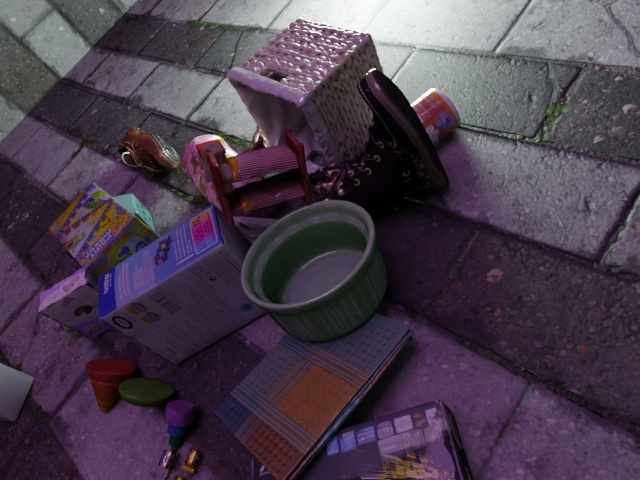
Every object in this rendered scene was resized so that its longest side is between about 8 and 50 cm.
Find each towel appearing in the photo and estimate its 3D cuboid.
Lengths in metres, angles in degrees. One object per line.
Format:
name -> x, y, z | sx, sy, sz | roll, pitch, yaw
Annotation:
towel -> -0.018, 0.273, 1.046 | 0.370, 0.040, 0.271 | -45, 36, -20

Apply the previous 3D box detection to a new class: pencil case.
pencil case -> -0.265, -0.177, 1.502 | 0.386, 0.167, 0.160 | 41, 102, 41

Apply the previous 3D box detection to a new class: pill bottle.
pill bottle -> 0.232, -0.271, 1.302 | 0.216, 0.121, 0.121 | -39, 47, 2

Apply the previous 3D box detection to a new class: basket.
basket -> -0.003, -0.359, 1.373 | 0.266, 0.331, 0.328 | -45, 47, -13

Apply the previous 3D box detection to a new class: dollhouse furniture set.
dollhouse furniture set -> -0.181, -0.200, 1.250 | 0.202, 0.152, 0.374 | -18, 34, -14

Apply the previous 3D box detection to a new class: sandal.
sandal -> -0.171, -0.298, 1.600 | 0.060, 0.090, 0.219 | 1, 49, 5

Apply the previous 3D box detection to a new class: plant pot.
plant pot -> -0.656, -0.030, 1.632 | 0.234, 0.165, 0.165 | -31, 47, -2

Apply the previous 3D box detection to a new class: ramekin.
ramekin -> -0.003, 0.068, 1.113 | 0.304, 0.148, 0.303 | -18, 39, 15

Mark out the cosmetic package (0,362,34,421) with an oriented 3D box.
cosmetic package -> -0.996, 0.414, 1.462 | 0.224, 0.224, 0.138 | -9, 52, 25

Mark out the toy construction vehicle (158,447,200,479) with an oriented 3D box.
toy construction vehicle -> -0.310, 0.501, 1.132 | 0.086, 0.035, 0.098 | 9, 65, 22

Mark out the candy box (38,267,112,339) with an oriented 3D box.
candy box -> -0.643, 0.177, 1.444 | 0.165, 0.196, 0.070 | -29, 48, 9

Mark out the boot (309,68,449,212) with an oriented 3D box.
boot -> 0.100, -0.180, 1.154 | 0.284, 0.377, 0.138 | -26, 56, 19

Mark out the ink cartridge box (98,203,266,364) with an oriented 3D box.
ink cartridge box -> -0.332, 0.132, 1.243 | 0.396, 0.270, 0.151 | -32, 44, 7

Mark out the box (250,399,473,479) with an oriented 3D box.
box -> 0.074, 0.484, 0.871 | 0.395, 0.097, 0.318 | -22, 45, 16

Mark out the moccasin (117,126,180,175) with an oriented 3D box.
moccasin -> -0.611, -0.301, 1.807 | 0.380, 0.139, 0.147 | 28, 76, 41

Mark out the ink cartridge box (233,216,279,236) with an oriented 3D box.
ink cartridge box -> -0.131, -0.015, 1.293 | 0.145, 0.179, 0.045 | 33, 117, 48

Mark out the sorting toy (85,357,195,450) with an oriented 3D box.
sorting toy -> -0.445, 0.402, 1.254 | 0.366, 0.127, 0.126 | 15, 96, 34

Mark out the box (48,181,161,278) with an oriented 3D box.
box -> -0.527, 0.031, 1.417 | 0.279, 0.290, 0.177 | 30, 76, 40
